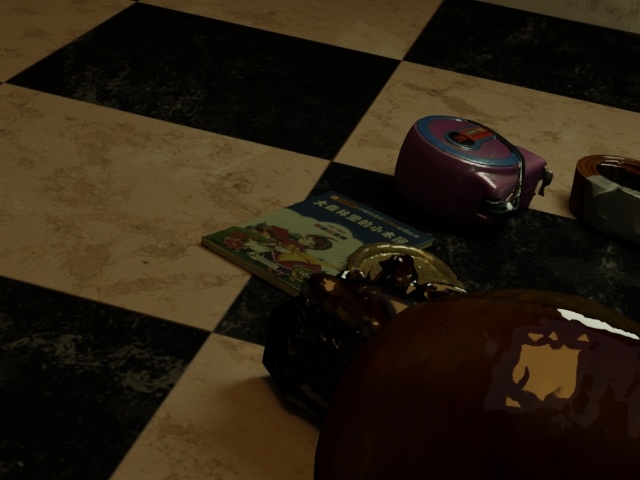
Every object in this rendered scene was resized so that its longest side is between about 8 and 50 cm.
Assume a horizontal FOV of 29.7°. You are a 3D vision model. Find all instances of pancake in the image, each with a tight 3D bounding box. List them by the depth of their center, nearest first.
[{"bbox_3d":[0.130,0.062,1.823,0.199,0.021,0.199,12,33,-8],"label":"pancake"}]

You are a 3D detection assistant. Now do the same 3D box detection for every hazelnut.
[{"bbox_3d":[0.198,0.238,1.186,0.421,0.353,0.421,10,52,-13],"label":"hazelnut"}]

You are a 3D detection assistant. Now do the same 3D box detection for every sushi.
[{"bbox_3d":[0.080,0.129,1.489,0.215,0.212,0.227,-5,31,-26],"label":"sushi"}]

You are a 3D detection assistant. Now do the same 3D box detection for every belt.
[{"bbox_3d":[0.567,-0.068,2.140,0.184,0.105,0.261,-20,40,-41],"label":"belt"}]

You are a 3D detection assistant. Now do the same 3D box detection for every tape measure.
[{"bbox_3d":[0.254,-0.113,2.096,0.245,0.149,0.231,31,30,23],"label":"tape measure"}]

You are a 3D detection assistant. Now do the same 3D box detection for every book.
[{"bbox_3d":[0.000,0.000,1.926,0.228,0.018,0.322,27,32,31],"label":"book"}]
